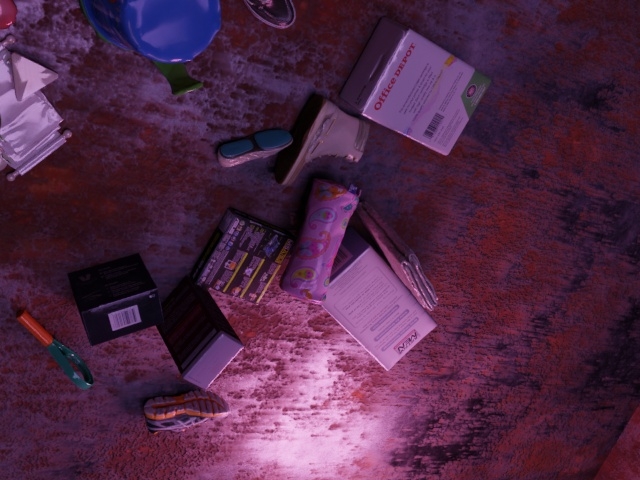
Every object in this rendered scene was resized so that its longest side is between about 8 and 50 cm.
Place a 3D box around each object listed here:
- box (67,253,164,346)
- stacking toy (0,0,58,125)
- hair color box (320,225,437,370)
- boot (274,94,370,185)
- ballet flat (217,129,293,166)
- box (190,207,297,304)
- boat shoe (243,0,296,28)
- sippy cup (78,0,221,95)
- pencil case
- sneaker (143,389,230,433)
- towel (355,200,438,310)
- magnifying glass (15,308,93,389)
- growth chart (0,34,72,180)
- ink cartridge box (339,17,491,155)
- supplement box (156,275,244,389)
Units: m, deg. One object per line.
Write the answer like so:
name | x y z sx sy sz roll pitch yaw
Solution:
box | -0.425 0.120 1.620 0.156 0.158 0.093 -17 124 -19
stacking toy | -0.606 -0.276 1.276 0.309 0.130 0.279 -43 122 0
hair color box | 0.126 0.154 1.982 0.185 0.113 0.374 -42 129 0
boot | 0.006 -0.197 1.726 0.165 0.077 0.213 21 104 -39
ballet flat | -0.142 -0.196 1.667 0.168 0.057 0.052 -14 152 -17
box | -0.175 0.039 1.788 0.184 0.045 0.190 21 105 -39
boat shoe | -0.119 -0.480 1.485 0.078 0.070 0.219 -48 130 4
sippy cup | -0.280 -0.412 1.337 0.305 0.224 0.240 31 101 -39
pencil case | 0.000 0.000 1.775 0.124 0.124 0.284 19 91 -36
sneaker | -0.328 0.427 1.917 0.215 0.084 0.083 1 120 -19
towel | 0.180 0.031 1.828 0.049 0.282 0.187 -33 129 -2
magnifying glass | -0.566 0.234 1.668 0.026 0.092 0.231 -34 119 -2
growth chart | -0.569 -0.231 1.415 0.172 0.021 0.237 -32 129 -9
ink cartridge box | 0.211 -0.337 1.727 0.278 0.117 0.201 19 107 -37
supplement box | -0.272 0.196 1.700 0.130 0.239 0.073 -48 131 4
